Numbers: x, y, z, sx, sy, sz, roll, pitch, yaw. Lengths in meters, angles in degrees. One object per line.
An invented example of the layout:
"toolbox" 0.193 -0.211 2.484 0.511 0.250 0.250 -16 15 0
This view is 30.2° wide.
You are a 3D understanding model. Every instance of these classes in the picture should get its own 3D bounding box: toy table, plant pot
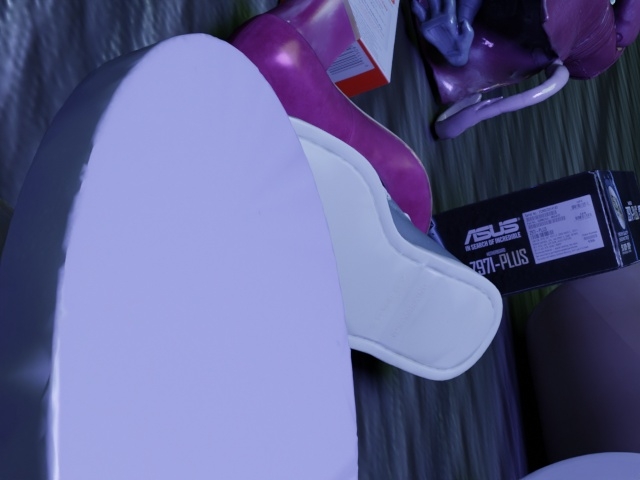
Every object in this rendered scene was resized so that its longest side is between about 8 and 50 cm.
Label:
"toy table" -0.094 0.073 0.422 0.252 0.161 0.274 49 35 -42
"plant pot" 0.335 0.166 1.119 0.323 0.323 0.280 30 34 -56

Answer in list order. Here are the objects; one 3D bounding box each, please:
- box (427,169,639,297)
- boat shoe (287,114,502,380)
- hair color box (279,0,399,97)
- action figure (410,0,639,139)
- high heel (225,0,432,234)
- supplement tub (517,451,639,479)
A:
"box" 0.164 0.002 0.960 0.147 0.180 0.077 -6 80 -64
"boat shoe" 0.000 0.000 0.769 0.319 0.116 0.099 33 3 -45
"hair color box" 0.019 -0.202 0.938 0.093 0.053 0.167 51 35 -37
"action figure" 0.261 -0.232 1.221 0.370 0.248 0.275 12 66 -59
"high heel" 0.003 -0.054 0.824 0.117 0.082 0.244 -46 137 -26
"supplement tub" 0.239 0.336 0.863 0.316 0.228 0.228 63 27 -22
